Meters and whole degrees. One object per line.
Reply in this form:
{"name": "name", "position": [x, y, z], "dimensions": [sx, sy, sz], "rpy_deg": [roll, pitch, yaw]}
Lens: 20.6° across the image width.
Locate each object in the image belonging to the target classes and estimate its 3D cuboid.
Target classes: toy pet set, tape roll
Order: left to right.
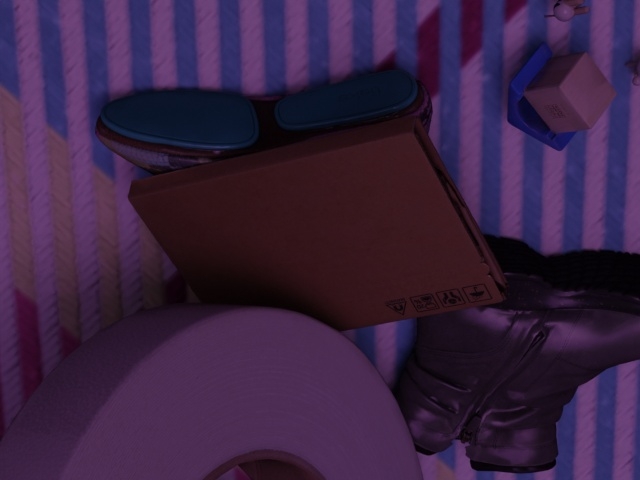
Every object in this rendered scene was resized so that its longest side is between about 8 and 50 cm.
{"name": "tape roll", "position": [-0.067, 0.232, 1.109], "dimensions": [0.072, 0.392, 0.392], "rpy_deg": [2, 117, 38]}
{"name": "toy pet set", "position": [0.181, -0.114, 1.178], "dimensions": [0.122, 0.065, 0.114], "rpy_deg": [49, 64, -22]}

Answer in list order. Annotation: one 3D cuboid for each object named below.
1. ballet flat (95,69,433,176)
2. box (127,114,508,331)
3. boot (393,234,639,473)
{"name": "ballet flat", "position": [-0.035, -0.061, 1.164], "dimensions": [0.221, 0.077, 0.079], "rpy_deg": [-7, 130, -3]}
{"name": "box", "position": [0.000, 0.000, 1.144], "dimensions": [0.201, 0.021, 0.164], "rpy_deg": [-12, 134, 23]}
{"name": "boot", "position": [0.173, 0.090, 1.237], "dimensions": [0.246, 0.083, 0.161], "rpy_deg": [10, 114, 0]}
